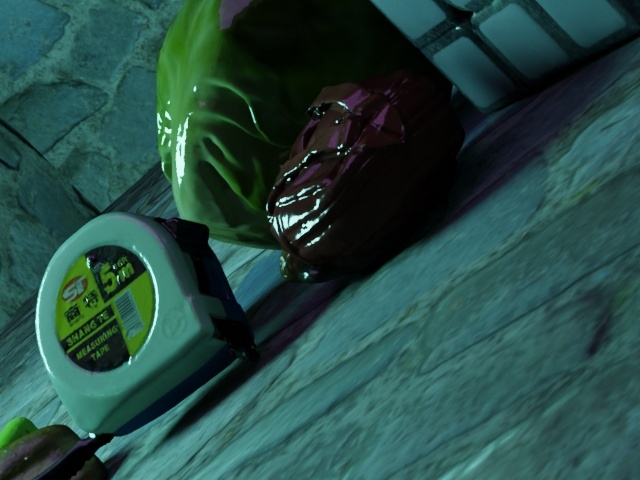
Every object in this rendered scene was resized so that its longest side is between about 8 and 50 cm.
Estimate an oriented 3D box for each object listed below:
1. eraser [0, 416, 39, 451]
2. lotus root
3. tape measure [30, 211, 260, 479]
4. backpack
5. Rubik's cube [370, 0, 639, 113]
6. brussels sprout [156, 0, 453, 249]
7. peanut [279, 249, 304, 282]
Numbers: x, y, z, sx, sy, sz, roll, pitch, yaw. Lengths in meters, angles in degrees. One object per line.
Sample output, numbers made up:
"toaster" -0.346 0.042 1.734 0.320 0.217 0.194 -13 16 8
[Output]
"eraser" -0.415 0.331 2.153 0.210 0.092 0.274 -42 9 14
"lotus root" -0.297 0.251 1.993 0.135 0.095 0.159 -41 15 0
"tape measure" -0.231 0.120 1.922 0.351 0.215 0.098 -37 -28 22
"backpack" 0.042 -0.070 1.752 0.229 0.139 0.229 -45 9 9
"Rubik's cube" 0.199 -0.349 1.775 0.301 0.305 0.304 -49 9 -26
"brussels sprout" -0.031 -0.155 2.022 0.354 0.289 0.281 -68 21 2
"peanut" 0.000 0.000 1.913 0.113 0.054 0.054 -45 9 16
